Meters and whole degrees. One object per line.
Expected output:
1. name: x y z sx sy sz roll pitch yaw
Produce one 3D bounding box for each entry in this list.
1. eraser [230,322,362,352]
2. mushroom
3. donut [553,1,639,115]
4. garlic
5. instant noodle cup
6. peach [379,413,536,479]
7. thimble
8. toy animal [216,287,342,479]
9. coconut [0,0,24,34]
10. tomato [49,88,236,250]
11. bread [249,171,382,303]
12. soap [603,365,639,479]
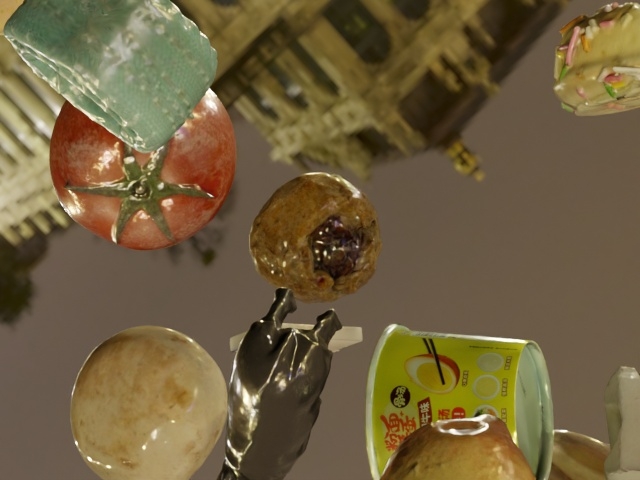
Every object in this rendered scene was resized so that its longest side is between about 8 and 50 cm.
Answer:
1. eraser: -0.032 0.134 1.886 0.104 0.150 0.023 -25 -114 51
2. mushroom: -0.277 0.302 2.469 0.297 0.297 0.290 -38 153 18
3. donut: 0.516 -0.283 2.117 0.371 0.150 0.307 -10 178 -22
4. garlic: 0.429 0.468 2.349 0.325 0.132 0.279 11 -99 48
5. instant noodle cup: 0.221 0.275 2.143 0.222 0.311 0.311 -5 -148 24
6. peach: 0.161 0.294 1.546 0.232 0.232 0.232 -39 -165 13
7. thimble: -0.230 -0.211 1.596 0.143 0.235 0.198 -51 -154 -9
8. toy animal: -0.065 0.227 1.629 0.168 0.106 0.343 -50 160 -62
9. coconut: -0.486 -0.479 2.193 0.297 0.297 0.309 -42 -135 2
10. tomato: -0.250 -0.127 1.982 0.265 0.265 0.265 -39 -165 13
11. bread: 0.000 0.000 2.334 0.230 0.230 0.123 -44 -157 -4
12. soap: 0.530 0.312 1.958 0.258 0.302 0.158 -2 -123 13
